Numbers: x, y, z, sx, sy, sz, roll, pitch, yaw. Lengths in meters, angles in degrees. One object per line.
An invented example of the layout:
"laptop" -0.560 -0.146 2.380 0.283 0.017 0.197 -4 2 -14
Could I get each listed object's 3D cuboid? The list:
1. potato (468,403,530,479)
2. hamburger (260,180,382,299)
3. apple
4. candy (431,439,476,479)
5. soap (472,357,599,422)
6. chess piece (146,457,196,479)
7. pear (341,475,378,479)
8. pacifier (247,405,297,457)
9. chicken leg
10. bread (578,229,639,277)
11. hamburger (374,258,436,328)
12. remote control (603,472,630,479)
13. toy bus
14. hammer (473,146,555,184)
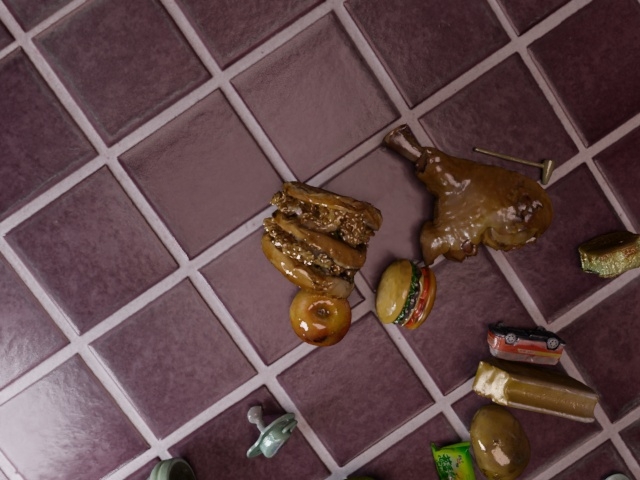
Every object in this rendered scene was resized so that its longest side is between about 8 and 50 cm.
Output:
"potato" 0.420 0.479 1.257 0.137 0.137 0.176 -18 94 -2
"hamburger" -0.003 -0.010 1.119 0.245 0.260 0.211 23 97 -13
"apple" 0.001 0.169 1.199 0.146 0.146 0.147 0 95 -4
"candy" 0.330 0.569 1.288 0.102 0.032 0.178 -10 98 25
"soap" 0.475 0.335 1.228 0.257 0.160 0.080 14 92 -6
"chess piece" -0.428 0.605 1.224 0.271 0.139 0.139 -23 96 9
"pear" 0.104 0.649 1.229 0.219 0.187 0.187 25 93 -15
"pacifier" -0.121 0.432 1.243 0.116 0.126 0.150 46 124 30
"chicken leg" 0.287 -0.082 1.190 0.409 0.182 0.295 36 108 -2
"bread" 0.676 0.031 1.230 0.140 0.128 0.069 -18 101 -1
"hamburger" 0.189 0.120 1.197 0.115 0.162 0.162 18 94 -10
"remote control" 0.773 0.703 1.341 0.097 0.045 0.256 -19 93 -3
"toy bus" 0.479 0.246 1.265 0.174 0.079 0.077 7 104 -4
"hammer" 0.448 -0.180 1.252 0.195 0.028 0.060 14 101 -2
